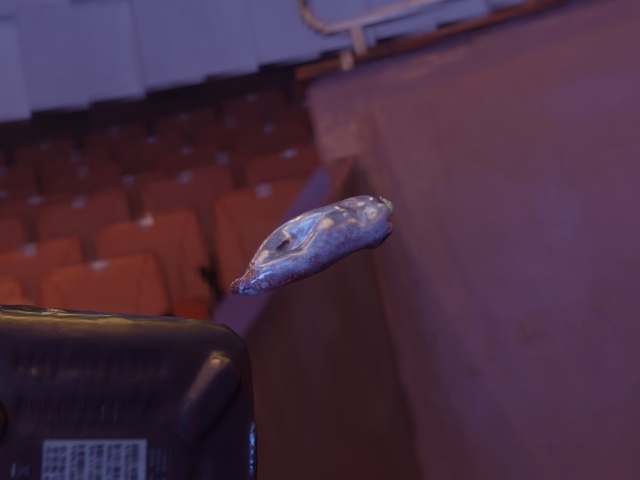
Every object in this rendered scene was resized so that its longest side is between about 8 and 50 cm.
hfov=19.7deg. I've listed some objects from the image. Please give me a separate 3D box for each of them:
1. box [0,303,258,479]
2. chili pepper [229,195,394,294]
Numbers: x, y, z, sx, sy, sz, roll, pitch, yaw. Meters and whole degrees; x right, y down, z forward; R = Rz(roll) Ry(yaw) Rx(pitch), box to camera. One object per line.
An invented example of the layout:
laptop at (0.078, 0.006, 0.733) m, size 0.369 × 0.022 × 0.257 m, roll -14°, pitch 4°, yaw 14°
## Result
box at (-0.159, 0.184, 1.090) m, size 0.289 × 0.290 × 0.073 m, roll 7°, pitch -7°, yaw -44°
chili pepper at (0.000, -0.001, 1.281) m, size 0.153 × 0.041 × 0.050 m, roll -22°, pitch 9°, yaw -35°
